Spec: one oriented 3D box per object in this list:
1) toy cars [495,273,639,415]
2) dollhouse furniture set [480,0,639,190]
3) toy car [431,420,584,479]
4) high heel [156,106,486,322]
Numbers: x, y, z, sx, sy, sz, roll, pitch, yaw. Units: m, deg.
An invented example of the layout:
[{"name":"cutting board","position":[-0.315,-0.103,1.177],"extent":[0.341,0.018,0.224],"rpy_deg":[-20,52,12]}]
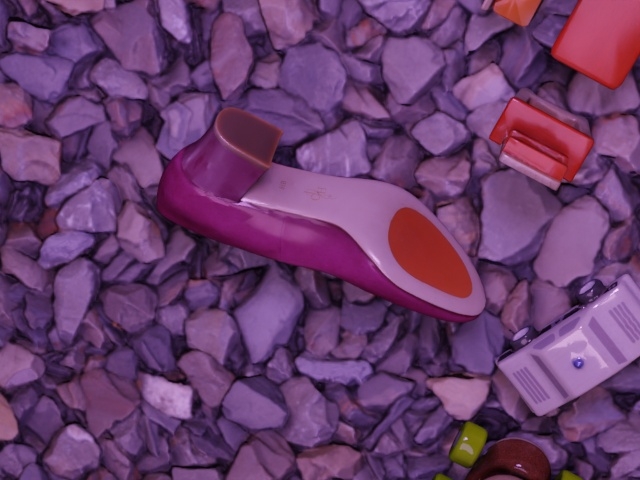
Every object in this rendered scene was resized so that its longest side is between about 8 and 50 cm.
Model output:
[{"name":"toy cars","position":[0.389,0.135,1.853],"extent":[0.393,0.087,0.177],"rpy_deg":[5,109,8]},{"name":"dollhouse furniture set","position":[0.281,-0.191,1.738],"extent":[0.262,0.135,0.259],"rpy_deg":[28,111,0]},{"name":"toy car","position":[0.200,0.316,1.892],"extent":[0.155,0.188,0.149],"rpy_deg":[26,110,1]},{"name":"high heel","position":[0.000,0.000,1.891],"extent":[0.377,0.127,0.181],"rpy_deg":[36,139,-7]}]
